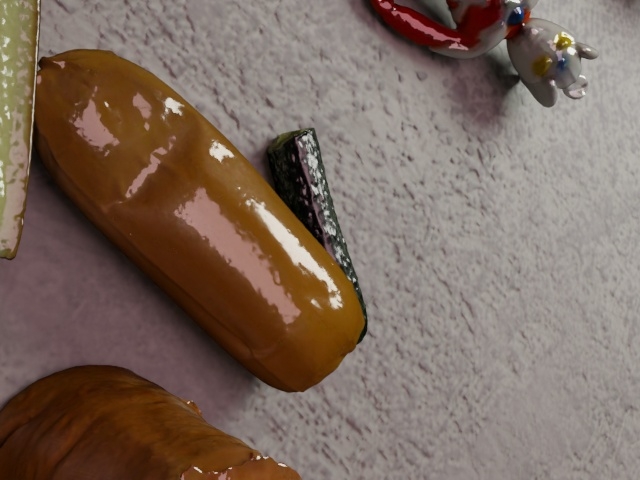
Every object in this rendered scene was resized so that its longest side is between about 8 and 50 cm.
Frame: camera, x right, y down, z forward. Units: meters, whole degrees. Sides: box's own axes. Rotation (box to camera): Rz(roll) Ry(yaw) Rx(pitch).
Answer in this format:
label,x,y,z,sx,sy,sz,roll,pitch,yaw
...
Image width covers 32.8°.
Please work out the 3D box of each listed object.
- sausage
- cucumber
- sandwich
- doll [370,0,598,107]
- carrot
label,x,y,z,sx,sy,sz,roll,pitch,yaw
sausage,-0.109,-0.022,0.922,0.134,0.116,0.354,-46,106,-15
cucumber,0.000,0.000,1.030,0.058,0.052,0.215,-27,101,-62
sandwich,-0.282,-0.102,0.812,0.122,0.128,0.236,10,75,-39
doll,0.152,-0.279,1.130,0.384,0.099,0.188,39,99,-23
carrot,-0.123,0.188,0.799,0.196,0.254,0.196,2,86,-34
